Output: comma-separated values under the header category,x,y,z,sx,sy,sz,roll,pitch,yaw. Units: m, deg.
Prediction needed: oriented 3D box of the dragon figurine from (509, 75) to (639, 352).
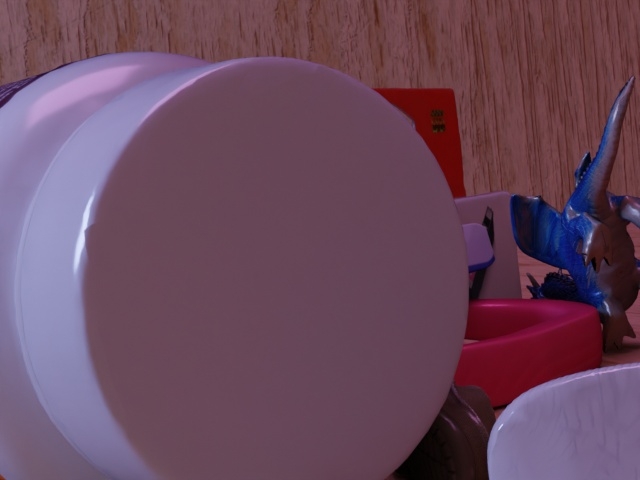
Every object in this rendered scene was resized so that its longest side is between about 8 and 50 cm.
category,x,y,z,sx,sy,sz,roll,pitch,yaw
dragon figurine,0.207,-0.010,1.164,0.085,0.289,0.144,-30,38,-13

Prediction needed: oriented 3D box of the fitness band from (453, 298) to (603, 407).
category,x,y,z,sx,sy,sz,roll,pitch,yaw
fitness band,0.083,0.082,1.052,0.209,0.054,0.291,-1,5,30

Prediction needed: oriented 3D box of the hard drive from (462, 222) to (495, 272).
category,x,y,z,sx,sy,sz,roll,pitch,yaw
hard drive,-0.043,0.057,1.200,0.319,0.040,0.210,-20,-6,33

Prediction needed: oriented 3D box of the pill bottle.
category,x,y,z,sx,sy,sz,roll,pitch,yaw
pill bottle,-0.120,0.026,0.745,0.224,0.224,0.392,-7,2,-34

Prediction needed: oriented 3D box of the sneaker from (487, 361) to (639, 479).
category,x,y,z,sx,sy,sz,roll,pitch,yaw
sneaker,0.166,0.088,0.532,0.212,0.080,0.094,1,-9,5

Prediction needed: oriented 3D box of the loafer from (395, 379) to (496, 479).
category,x,y,z,sx,sy,sz,roll,pitch,yaw
loafer,0.062,0.092,0.707,0.050,0.056,0.148,-12,3,-7

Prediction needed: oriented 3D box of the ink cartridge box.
category,x,y,z,sx,sy,sz,roll,pitch,yaw
ink cartridge box,0.102,-0.030,1.403,0.060,0.238,0.275,-4,3,33
